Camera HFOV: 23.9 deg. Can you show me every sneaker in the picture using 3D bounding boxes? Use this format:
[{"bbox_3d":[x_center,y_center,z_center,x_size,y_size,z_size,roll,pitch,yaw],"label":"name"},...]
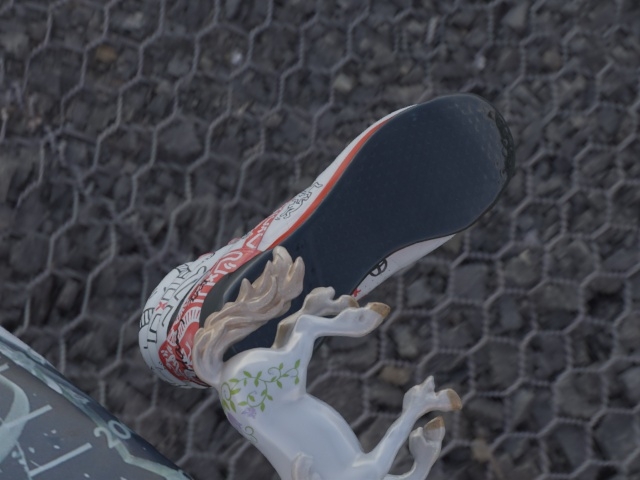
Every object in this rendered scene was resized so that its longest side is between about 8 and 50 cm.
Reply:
[{"bbox_3d":[-0.001,-0.001,0.970,0.270,0.145,0.090,-42,103,-31],"label":"sneaker"}]

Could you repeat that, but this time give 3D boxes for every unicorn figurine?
[{"bbox_3d":[0.006,0.088,0.635,0.111,0.060,0.162,-37,68,-25],"label":"unicorn figurine"}]

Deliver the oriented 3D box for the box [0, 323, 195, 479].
[{"bbox_3d":[-0.303,0.265,0.735,0.472,0.297,0.480,34,38,21],"label":"box"}]
